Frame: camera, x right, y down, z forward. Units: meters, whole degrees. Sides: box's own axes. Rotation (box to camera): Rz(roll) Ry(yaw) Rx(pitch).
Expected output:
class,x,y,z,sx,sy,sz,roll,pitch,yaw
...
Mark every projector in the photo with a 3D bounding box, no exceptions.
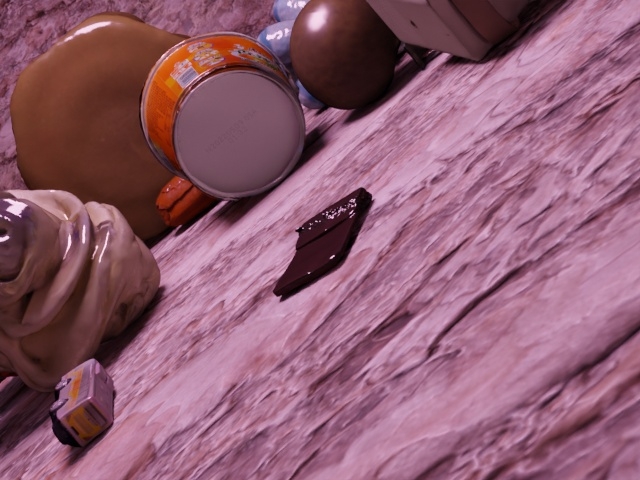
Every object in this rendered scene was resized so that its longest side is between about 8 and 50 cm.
class,x,y,z,sx,sy,sz,roll,pitch,yaw
projector,0.195,-0.373,1.442,0.177,0.163,0.242,-50,30,-3

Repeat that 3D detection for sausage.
class,x,y,z,sx,sy,sz,roll,pitch,yaw
sausage,-0.186,-0.147,1.947,0.330,0.102,0.102,-39,15,5

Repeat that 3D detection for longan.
class,x,y,z,sx,sy,sz,roll,pitch,yaw
longan,0.042,-0.327,1.678,0.198,0.198,0.213,-114,40,-75

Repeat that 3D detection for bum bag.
class,x,y,z,sx,sy,sz,roll,pitch,yaw
bum bag,0.000,0.000,1.190,0.109,0.026,0.159,-31,18,31

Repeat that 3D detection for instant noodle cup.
class,x,y,z,sx,sy,sz,roll,pitch,yaw
instant noodle cup,-0.160,-0.204,1.732,0.296,0.296,0.214,-40,23,1

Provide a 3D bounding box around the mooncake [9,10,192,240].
class,x,y,z,sx,sy,sz,roll,pitch,yaw
mooncake,-0.403,-0.238,2.080,0.467,0.467,0.262,-39,13,7

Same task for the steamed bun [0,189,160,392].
class,x,y,z,sx,sy,sz,roll,pitch,yaw
steamed bun,-0.454,0.049,1.554,0.393,0.238,0.347,-17,47,-11

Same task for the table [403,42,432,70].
class,x,y,z,sx,sy,sz,roll,pitch,yaw
table,0.215,-0.369,1.657,0.146,0.062,0.175,-34,19,24

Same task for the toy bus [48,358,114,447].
class,x,y,z,sx,sy,sz,roll,pitch,yaw
toy bus,-0.303,0.207,1.290,0.072,0.057,0.172,-35,15,-3

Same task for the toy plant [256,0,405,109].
class,x,y,z,sx,sy,sz,roll,pitch,yaw
toy plant,0.008,-0.394,1.943,0.332,0.247,0.247,-28,19,46

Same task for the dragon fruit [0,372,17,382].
class,x,y,z,sx,sy,sz,roll,pitch,yaw
dragon fruit,-0.552,0.130,1.801,0.241,0.241,0.252,-36,-11,15
